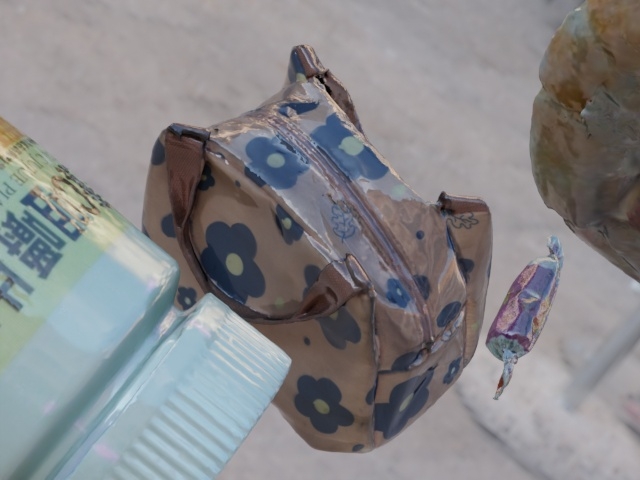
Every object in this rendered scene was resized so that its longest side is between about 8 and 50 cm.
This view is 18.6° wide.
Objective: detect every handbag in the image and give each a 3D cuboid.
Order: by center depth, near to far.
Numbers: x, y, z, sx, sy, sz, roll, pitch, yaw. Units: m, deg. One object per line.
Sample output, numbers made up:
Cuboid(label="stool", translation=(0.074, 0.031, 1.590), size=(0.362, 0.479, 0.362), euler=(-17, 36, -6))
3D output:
Cuboid(label="handbag", translation=(0.000, 0.000, 1.410), size=(0.190, 0.193, 0.251), euler=(-37, 65, -25))

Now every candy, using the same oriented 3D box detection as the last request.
Cuboid(label="candy", translation=(0.181, 0.064, 1.737), size=(0.043, 0.045, 0.175), euler=(12, 52, 24))

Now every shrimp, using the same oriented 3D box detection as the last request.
Cuboid(label="shrimp", translation=(0.194, -0.007, 1.004), size=(0.164, 0.317, 0.062), euler=(2, 37, 22))

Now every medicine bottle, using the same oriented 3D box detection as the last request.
Cuboid(label="medicine bottle", translation=(-0.181, 0.014, 0.885), size=(0.318, 0.158, 0.158), euler=(39, 17, -2))
